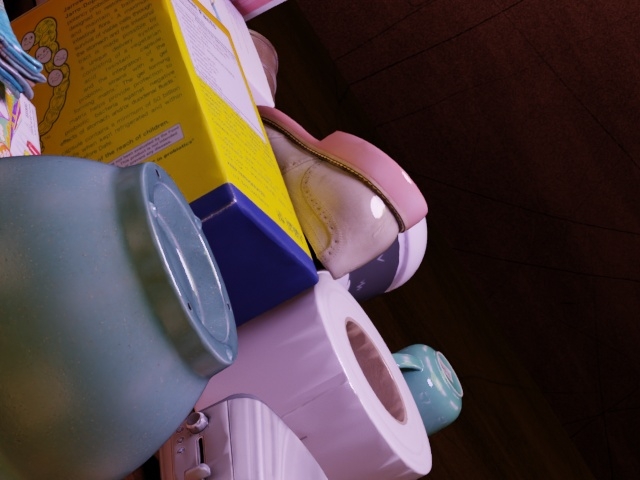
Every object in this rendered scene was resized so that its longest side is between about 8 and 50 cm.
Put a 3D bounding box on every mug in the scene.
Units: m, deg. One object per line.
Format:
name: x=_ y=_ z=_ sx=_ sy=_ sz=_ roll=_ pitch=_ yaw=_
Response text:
mug: x=0.142 y=0.215 z=2.821 sx=0.129 sy=0.097 sz=0.158 roll=62 pitch=12 yaw=7

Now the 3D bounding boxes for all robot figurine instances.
robot figurine: x=-0.002 y=-0.001 z=2.392 sx=0.209 sy=0.278 sz=0.174 roll=18 pitch=-63 yaw=51

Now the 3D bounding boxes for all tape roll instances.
tape roll: x=-0.011 y=0.179 z=2.112 sx=0.246 sy=0.169 sz=0.246 roll=57 pitch=12 yaw=-19

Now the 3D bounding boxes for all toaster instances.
toaster: x=-0.059 y=0.265 z=1.825 sx=0.227 sy=0.129 sz=0.146 roll=56 pitch=17 yaw=-30

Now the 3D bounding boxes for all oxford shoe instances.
oxford shoe: x=-0.049 y=-0.048 z=2.152 sx=0.140 sy=0.146 sz=0.397 roll=51 pitch=-17 yaw=-24

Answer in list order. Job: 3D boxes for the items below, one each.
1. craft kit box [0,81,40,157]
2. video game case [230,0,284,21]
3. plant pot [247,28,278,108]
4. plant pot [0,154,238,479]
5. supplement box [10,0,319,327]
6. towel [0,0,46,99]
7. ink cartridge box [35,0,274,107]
craft kit box: x=-0.335 y=-0.112 z=1.738 sx=0.246 sy=0.061 sz=0.250 roll=47 pitch=18 yaw=-39
video game case: x=-0.191 y=-0.347 z=2.370 sx=0.285 sy=0.025 sz=0.204 roll=28 pitch=-20 yaw=-22
plant pot: x=-0.124 y=-0.156 z=2.471 sx=0.167 sy=0.167 sz=0.165 roll=46 pitch=26 yaw=-49
plant pot: x=-0.185 y=0.053 z=1.547 sx=0.293 sy=0.196 sz=0.293 roll=-22 pitch=90 yaw=-81
supplement box: x=-0.170 y=-0.089 z=2.015 sx=0.194 sy=0.195 sz=0.356 roll=45 pitch=21 yaw=-53
towel: x=-0.390 y=-0.317 z=1.866 sx=0.271 sy=0.040 sz=0.370 roll=51 pitch=5 yaw=-42
ink cartridge box: x=-0.194 y=-0.229 z=2.293 sx=0.233 sy=0.171 sz=0.168 roll=46 pitch=19 yaw=-49
